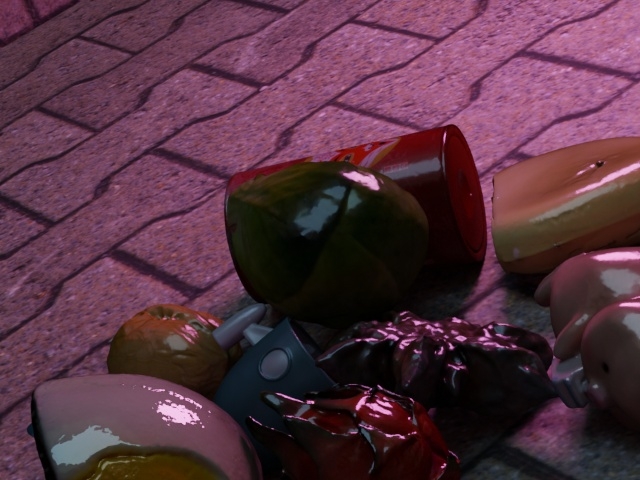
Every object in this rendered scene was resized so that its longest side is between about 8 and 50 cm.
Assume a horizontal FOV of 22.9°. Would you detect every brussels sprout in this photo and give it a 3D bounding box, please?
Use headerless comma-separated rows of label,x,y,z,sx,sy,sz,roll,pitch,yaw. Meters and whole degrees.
brussels sprout,0.000,0.000,2.073,0.271,0.210,0.219,19,80,38

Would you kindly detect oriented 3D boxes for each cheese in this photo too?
cheese,0.381,-0.060,2.158,0.315,0.128,0.259,-13,28,14

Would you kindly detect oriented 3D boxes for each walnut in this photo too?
walnut,-0.198,0.164,2.158,0.206,0.159,0.159,-1,35,42

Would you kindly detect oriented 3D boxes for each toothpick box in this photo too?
toothpick box,0.052,-0.035,2.266,0.333,0.204,0.204,-11,31,19

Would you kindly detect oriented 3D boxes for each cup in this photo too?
cup,-0.056,0.211,1.981,0.173,0.167,0.300,-40,53,3

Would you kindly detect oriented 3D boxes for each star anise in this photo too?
star anise,0.141,0.150,1.910,0.315,0.108,0.315,5,4,0

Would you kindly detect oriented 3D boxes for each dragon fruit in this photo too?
dragon fruit,0.044,0.255,1.762,0.193,0.192,0.274,-40,76,-19

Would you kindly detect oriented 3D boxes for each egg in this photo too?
egg,-0.166,0.273,1.769,0.201,0.337,0.337,-26,29,0

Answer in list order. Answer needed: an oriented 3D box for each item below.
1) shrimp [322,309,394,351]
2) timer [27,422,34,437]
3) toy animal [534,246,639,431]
shrimp,0.034,0.143,2.150,0.190,0.042,0.101,-44,15,-33
timer,-0.270,0.279,2.053,0.175,0.175,0.255,-44,6,-34
toy animal,0.364,0.115,1.810,0.213,0.195,0.256,-23,30,16
